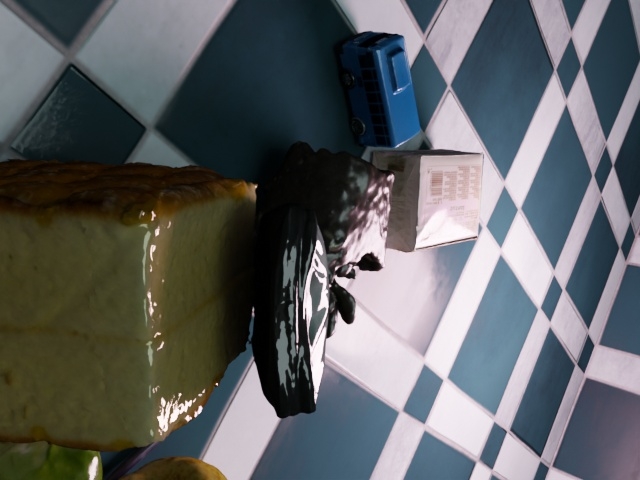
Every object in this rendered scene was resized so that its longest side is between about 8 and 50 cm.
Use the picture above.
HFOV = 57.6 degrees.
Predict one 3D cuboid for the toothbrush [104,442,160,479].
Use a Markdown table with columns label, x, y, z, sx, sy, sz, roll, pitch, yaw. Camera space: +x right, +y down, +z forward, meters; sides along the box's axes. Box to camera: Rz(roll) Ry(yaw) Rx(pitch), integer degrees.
| label | x | y | z | sx | sy | sz | roll | pitch | yaw |
| --- | --- | --- | --- | --- | --- | --- | --- | --- | --- |
| toothbrush | -0.276 | 0.318 | 0.807 | 0.288 | 0.024 | 0.026 | -39 | 112 | -32 |

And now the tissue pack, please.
| label | x | y | z | sx | sy | sz | roll | pitch | yaw |
| --- | --- | --- | --- | --- | --- | --- | --- | --- | --- |
| tissue pack | 0.209 | -0.083 | 1.137 | 0.225 | 0.124 | 0.185 | -9 | 108 | -45 |

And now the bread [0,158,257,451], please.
| label | x | y | z | sx | sy | sz | roll | pitch | yaw |
| --- | --- | --- | --- | --- | --- | --- | --- | --- | --- |
| bread | -0.221 | 0.035 | 0.541 | 0.279 | 0.279 | 0.207 | -50 | 143 | -77 |

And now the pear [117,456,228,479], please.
| label | x | y | z | sx | sy | sz | roll | pitch | yaw |
| --- | --- | --- | --- | --- | --- | --- | --- | --- | --- |
| pear | -0.196 | 0.424 | 0.751 | 0.271 | 0.271 | 0.271 | -15 | 111 | -44 |

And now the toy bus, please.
| label | x | y | z | sx | sy | sz | roll | pitch | yaw |
| --- | --- | --- | --- | --- | --- | --- | --- | --- | --- |
| toy bus | 0.103 | -0.258 | 0.995 | 0.090 | 0.106 | 0.184 | -36 | 124 | -32 |

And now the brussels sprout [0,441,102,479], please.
| label | x | y | z | sx | sy | sz | roll | pitch | yaw |
| --- | --- | --- | --- | --- | --- | --- | --- | --- | --- |
| brussels sprout | -0.326 | 0.298 | 0.673 | 0.149 | 0.122 | 0.151 | -20 | 116 | -45 |

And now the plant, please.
| label | x | y | z | sx | sy | sz | roll | pitch | yaw |
| --- | --- | --- | --- | --- | --- | --- | --- | --- | --- |
| plant | 0.000 | 0.000 | 0.888 | 0.188 | 0.199 | 0.276 | 20 | 87 | -53 |

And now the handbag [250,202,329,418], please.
| label | x | y | z | sx | sy | sz | roll | pitch | yaw |
| --- | --- | --- | --- | --- | --- | --- | --- | --- | --- |
| handbag | -0.039 | 0.059 | 0.636 | 0.075 | 0.332 | 0.191 | -1 | 91 | -7 |
